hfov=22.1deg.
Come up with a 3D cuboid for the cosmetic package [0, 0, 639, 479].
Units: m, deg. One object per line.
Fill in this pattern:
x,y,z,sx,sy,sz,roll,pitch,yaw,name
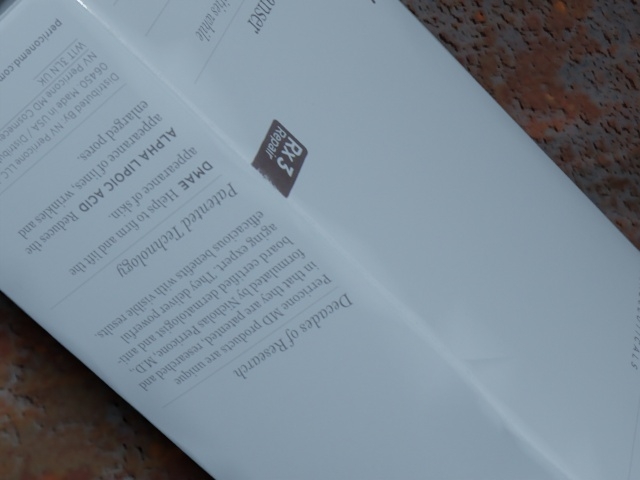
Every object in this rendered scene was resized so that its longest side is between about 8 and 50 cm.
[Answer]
0.000,0.000,0.799,0.385,0.156,0.217,41,35,-16,cosmetic package
